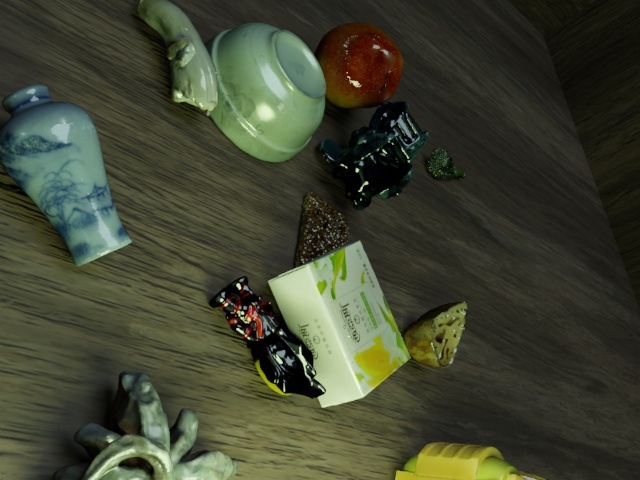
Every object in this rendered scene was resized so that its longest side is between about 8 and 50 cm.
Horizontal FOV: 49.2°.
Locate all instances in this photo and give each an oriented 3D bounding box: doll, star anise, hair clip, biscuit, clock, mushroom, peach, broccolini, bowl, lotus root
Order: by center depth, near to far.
[{"bbox_3d":[-0.212,0.330,0.875,0.315,0.139,0.360,3,62,-42],"label":"star anise"},{"bbox_3d":[-0.085,0.176,1.199,0.249,0.088,0.127,47,56,-2],"label":"doll"},{"bbox_3d":[0.312,0.505,1.316,0.317,0.244,0.200,32,63,-40],"label":"clock"},{"bbox_3d":[-0.270,-0.366,1.350,0.099,0.096,0.278,-12,74,-55],"label":"mushroom"},{"bbox_3d":[0.008,0.009,1.476,0.131,0.026,0.237,35,41,-28],"label":"biscuit"},{"bbox_3d":[-0.102,-0.334,1.487,0.307,0.163,0.307,34,41,-36],"label":"bowl"},{"bbox_3d":[0.243,0.202,1.537,0.095,0.135,0.159,34,55,-29],"label":"lotus root"},{"bbox_3d":[0.130,-0.193,1.624,0.194,0.206,0.310,56,30,-14],"label":"hair clip"},{"bbox_3d":[0.092,-0.428,1.731,0.231,0.231,0.231,30,44,-34],"label":"peach"},{"bbox_3d":[0.373,-0.212,2.083,0.202,0.068,0.091,26,57,-59],"label":"broccolini"}]

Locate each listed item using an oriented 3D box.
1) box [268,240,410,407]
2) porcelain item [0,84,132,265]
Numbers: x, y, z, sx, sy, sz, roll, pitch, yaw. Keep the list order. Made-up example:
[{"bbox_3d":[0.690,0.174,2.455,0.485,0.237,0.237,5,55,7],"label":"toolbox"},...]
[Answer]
[{"bbox_3d":[0.040,0.153,1.321,0.194,0.111,0.261,-24,92,-54],"label":"box"},{"bbox_3d":[-0.367,-0.095,1.007,0.141,0.141,0.259,-36,102,-55],"label":"porcelain item"}]
